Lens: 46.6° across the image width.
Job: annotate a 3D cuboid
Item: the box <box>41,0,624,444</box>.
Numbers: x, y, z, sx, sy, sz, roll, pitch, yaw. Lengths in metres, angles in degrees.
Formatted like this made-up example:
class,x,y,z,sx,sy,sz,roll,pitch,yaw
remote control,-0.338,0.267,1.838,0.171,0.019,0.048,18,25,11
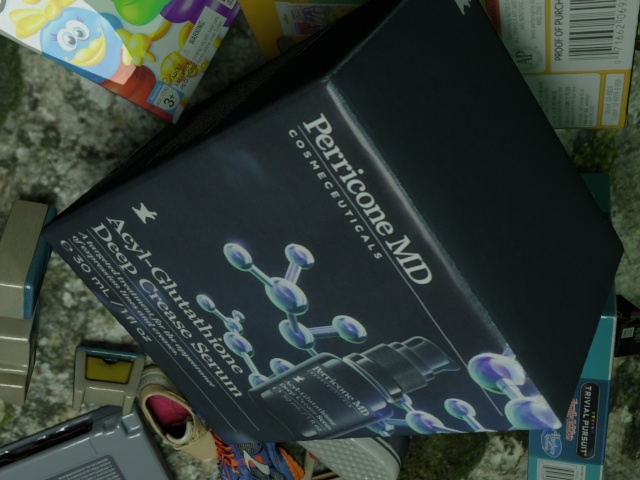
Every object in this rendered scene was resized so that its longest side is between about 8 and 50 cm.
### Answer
class,x,y,z,sx,sy,sz,roll,pitch,yaw
box,0.000,0.000,0.655,0.293,0.395,0.212,54,47,-18

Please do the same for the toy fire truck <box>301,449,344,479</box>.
class,x,y,z,sx,sy,sz,roll,pitch,yaw
toy fire truck,0.016,0.351,1.068,0.135,0.047,0.192,18,109,-24

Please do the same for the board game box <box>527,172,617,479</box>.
class,x,y,z,sx,sy,sz,roll,pitch,yaw
board game box,0.297,0.100,0.877,0.079,0.336,0.254,3,119,19

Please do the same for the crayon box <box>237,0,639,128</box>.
class,x,y,z,sx,sy,sz,roll,pitch,yaw
crayon box,0.111,-0.190,0.672,0.323,0.083,0.203,1,152,18

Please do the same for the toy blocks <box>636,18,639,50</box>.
class,x,y,z,sx,sy,sz,roll,pitch,yaw
toy blocks,0.283,-0.341,0.754,0.381,0.191,0.261,6,103,-9

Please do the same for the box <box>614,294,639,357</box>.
class,x,y,z,sx,sy,sz,roll,pitch,yaw
box,0.425,0.121,1.063,0.062,0.083,0.052,-4,115,-15

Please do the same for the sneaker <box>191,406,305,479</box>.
class,x,y,z,sx,sy,sz,roll,pitch,yaw
sneaker,-0.099,0.274,0.953,0.087,0.083,0.221,-46,127,-17

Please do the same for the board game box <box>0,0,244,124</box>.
class,x,y,z,sx,sy,sz,roll,pitch,yaw
board game box,-0.224,-0.242,0.654,0.275,0.142,0.144,26,105,-26

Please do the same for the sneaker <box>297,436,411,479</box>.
class,x,y,z,sx,sy,sz,roll,pitch,yaw
sneaker,-0.017,0.171,0.937,0.321,0.127,0.126,43,137,-11

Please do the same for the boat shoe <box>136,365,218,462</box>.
class,x,y,z,sx,sy,sz,roll,pitch,yaw
boat shoe,-0.180,0.235,0.944,0.063,0.059,0.170,-34,120,1

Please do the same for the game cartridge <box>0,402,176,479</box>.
class,x,y,z,sx,sy,sz,roll,pitch,yaw
game cartridge,-0.339,0.336,0.949,0.294,0.060,0.196,-21,116,-7

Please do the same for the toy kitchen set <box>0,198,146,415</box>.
class,x,y,z,sx,sy,sz,roll,pitch,yaw
toy kitchen set,-0.269,0.081,0.825,0.166,0.122,0.207,10,133,-14
